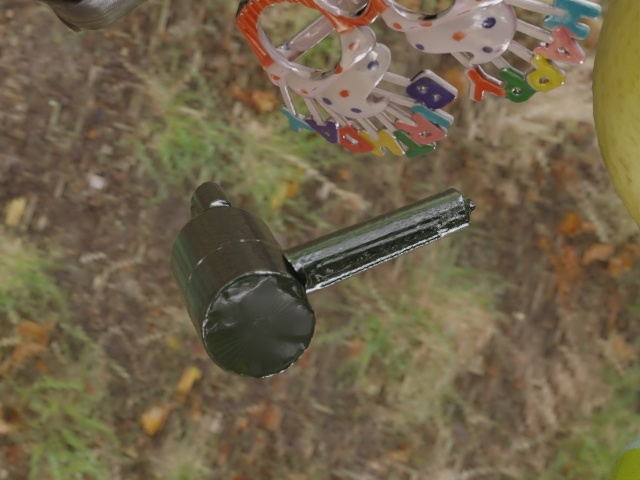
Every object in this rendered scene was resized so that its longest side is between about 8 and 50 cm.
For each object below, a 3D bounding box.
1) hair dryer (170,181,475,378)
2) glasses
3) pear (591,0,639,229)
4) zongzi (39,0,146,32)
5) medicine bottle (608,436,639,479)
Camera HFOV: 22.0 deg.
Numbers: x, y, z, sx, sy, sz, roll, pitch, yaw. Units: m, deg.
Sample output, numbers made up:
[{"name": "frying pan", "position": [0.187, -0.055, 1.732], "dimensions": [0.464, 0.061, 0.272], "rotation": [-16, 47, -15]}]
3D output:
[{"name": "hair dryer", "position": [0.000, 0.000, 1.654], "dimensions": [0.302, 0.244, 0.116], "rotation": [-20, 119, -6]}, {"name": "glasses", "position": [0.057, -0.137, 1.046], "dimensions": [0.162, 0.255, 0.095], "rotation": [48, 49, -18]}, {"name": "pear", "position": [0.348, -0.092, 1.016], "dimensions": [0.348, 0.348, 0.348], "rotation": [-22, 120, -45]}, {"name": "zongzi", "position": [-0.111, -0.283, 0.798], "dimensions": [0.286, 0.288, 0.134], "rotation": [-43, 166, 17]}, {"name": "medicine bottle", "position": [0.207, 0.178, 0.869], "dimensions": [0.139, 0.139, 0.225], "rotation": [51, 59, -47]}]
